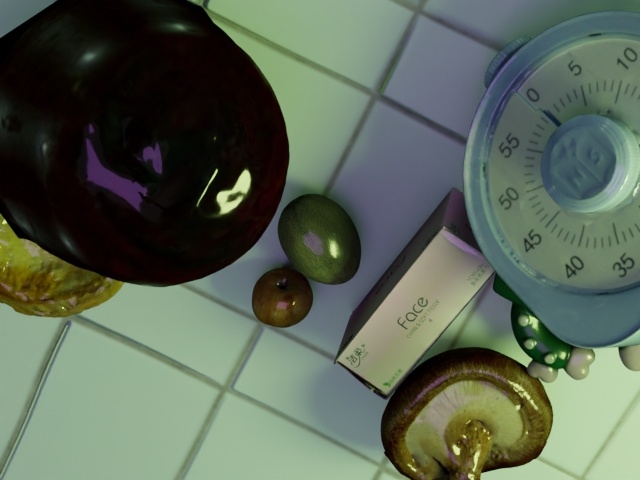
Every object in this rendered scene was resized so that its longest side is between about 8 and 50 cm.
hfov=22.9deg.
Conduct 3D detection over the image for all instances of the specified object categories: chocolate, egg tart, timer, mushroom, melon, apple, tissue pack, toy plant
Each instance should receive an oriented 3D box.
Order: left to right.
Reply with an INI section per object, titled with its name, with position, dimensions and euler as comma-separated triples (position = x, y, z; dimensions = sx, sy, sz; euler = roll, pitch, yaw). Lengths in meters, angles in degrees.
[egg tart]
position = -0.357, -0.037, 2.108
dimensions = 0.294, 0.123, 0.294
euler = 4, 112, 10
[chocolate]
position = -0.217, -0.116, 1.854
dimensions = 0.384, 0.331, 0.383
euler = -2, 99, -15
[apple]
position = -0.051, 0.078, 2.126
dimensions = 0.084, 0.084, 0.071
euler = 4, 142, 9
[melon]
position = 0.000, 0.000, 2.068
dimensions = 0.098, 0.098, 0.130
euler = -27, 104, 21
[tissue pack]
position = 0.129, 0.067, 2.049
dimensions = 0.092, 0.148, 0.246
euler = 35, 114, -5
[mushroom]
position = 0.194, 0.231, 2.128
dimensions = 0.231, 0.138, 0.194
euler = -6, 100, 2
[toy plant]
position = 0.345, 0.064, 2.020
dimensions = 0.243, 0.112, 0.232
euler = -10, 103, 16
[timer]
position = 0.332, -0.094, 1.846
dimensions = 0.395, 0.173, 0.394
euler = 1, 92, 35
